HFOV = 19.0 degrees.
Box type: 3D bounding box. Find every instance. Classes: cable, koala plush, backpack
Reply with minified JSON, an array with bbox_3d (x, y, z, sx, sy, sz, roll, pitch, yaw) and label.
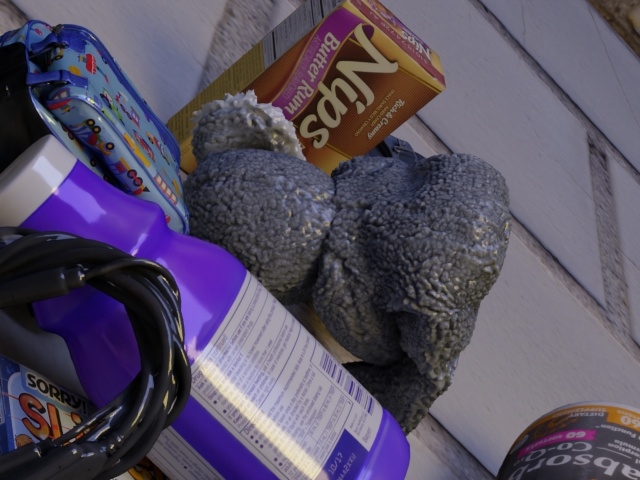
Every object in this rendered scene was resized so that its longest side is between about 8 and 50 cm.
[{"bbox_3d":[-0.154,0.063,0.967,0.150,0.184,0.047,48,-22,21],"label":"cable"},{"bbox_3d":[0.000,0.000,1.306,0.221,0.203,0.196,20,62,-7],"label":"koala plush"},{"bbox_3d":[-0.159,-0.061,1.158,0.158,0.117,0.173,55,11,-28],"label":"backpack"}]

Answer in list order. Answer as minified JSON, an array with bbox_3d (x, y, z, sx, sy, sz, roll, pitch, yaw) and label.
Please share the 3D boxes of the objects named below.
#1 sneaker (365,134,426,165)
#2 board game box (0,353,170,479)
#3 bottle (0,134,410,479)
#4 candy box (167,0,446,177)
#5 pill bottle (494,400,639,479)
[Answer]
[{"bbox_3d":[0.047,-0.013,1.538,0.163,0.086,0.226,26,32,-42],"label":"sneaker"},{"bbox_3d":[-0.106,0.157,1.044,0.201,0.035,0.136,32,29,-40],"label":"board game box"},{"bbox_3d":[-0.074,0.063,1.068,0.283,0.092,0.118,45,41,-15],"label":"bottle"},{"bbox_3d":[-0.012,-0.100,1.423,0.109,0.187,0.053,40,25,-28],"label":"candy box"},{"bbox_3d":[0.181,0.230,1.324,0.162,0.162,0.278,50,21,-4],"label":"pill bottle"}]
